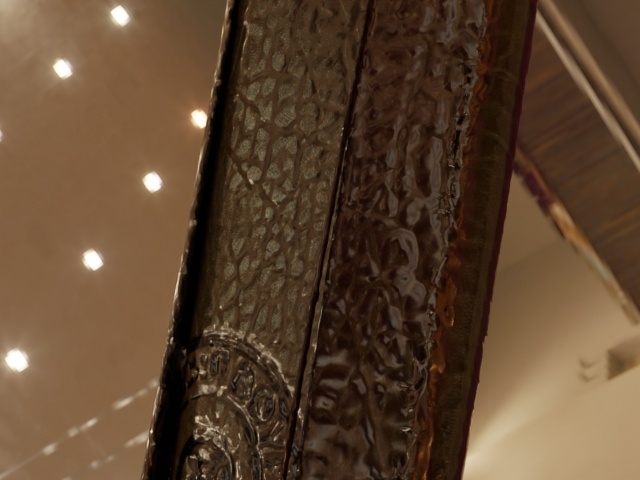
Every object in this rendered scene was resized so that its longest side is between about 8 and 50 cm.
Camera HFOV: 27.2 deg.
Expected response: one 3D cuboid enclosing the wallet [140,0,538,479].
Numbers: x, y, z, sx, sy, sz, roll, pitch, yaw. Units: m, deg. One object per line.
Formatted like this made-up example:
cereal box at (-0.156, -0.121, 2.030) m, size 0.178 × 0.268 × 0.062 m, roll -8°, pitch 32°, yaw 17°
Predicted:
wallet at (0.000, 0.000, 0.413) m, size 0.039 × 0.133 × 0.243 m, roll 16°, pitch -99°, yaw -45°
